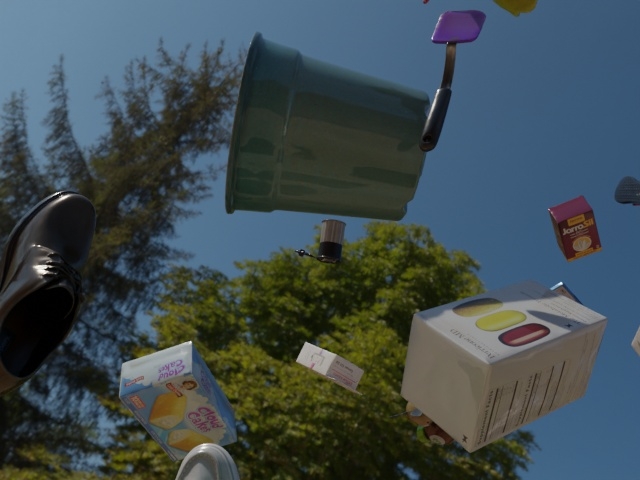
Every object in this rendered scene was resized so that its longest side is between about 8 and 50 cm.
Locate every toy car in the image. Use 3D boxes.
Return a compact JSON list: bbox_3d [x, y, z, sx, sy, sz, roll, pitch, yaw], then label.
[{"bbox_3d":[0.280,0.471,1.634,0.188,0.149,0.155,12,-26,-41],"label":"toy car"}]

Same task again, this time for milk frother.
[{"bbox_3d":[0.000,0.000,2.047,0.143,0.135,0.129,19,-20,-32],"label":"milk frother"}]

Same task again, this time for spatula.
[{"bbox_3d":[0.210,-0.274,1.020,0.084,0.297,0.030,7,-20,27],"label":"spatula"}]

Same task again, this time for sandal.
[{"bbox_3d":[0.741,-0.107,1.423,0.040,0.179,0.067,20,-79,-7],"label":"sandal"}]

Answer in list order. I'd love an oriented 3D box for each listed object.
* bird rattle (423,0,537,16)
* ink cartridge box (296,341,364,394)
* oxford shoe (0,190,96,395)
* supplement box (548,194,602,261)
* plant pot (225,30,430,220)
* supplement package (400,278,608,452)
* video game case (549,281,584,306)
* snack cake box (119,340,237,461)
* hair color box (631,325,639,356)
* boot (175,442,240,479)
[{"bbox_3d":[0.315,-0.502,1.123,0.207,0.253,0.143,30,-62,59],"label":"bird rattle"},{"bbox_3d":[0.036,0.350,1.680,0.115,0.067,0.198,35,-13,-31],"label":"ink cartridge box"},{"bbox_3d":[-0.249,0.041,0.567,0.096,0.227,0.083,-15,-43,27],"label":"oxford shoe"},{"bbox_3d":[0.383,-0.017,0.920,0.055,0.043,0.083,-22,-56,13],"label":"supplement box"},{"bbox_3d":[0.014,-0.187,1.165,0.334,0.341,0.341,11,-39,-4],"label":"plant pot"},{"bbox_3d":[0.250,0.160,0.838,0.139,0.244,0.134,32,-56,47],"label":"supplement package"},{"bbox_3d":[0.584,0.187,1.483,0.119,0.015,0.166,-38,-75,28],"label":"video game case"},{"bbox_3d":[-0.289,0.342,1.282,0.152,0.089,0.264,-18,-49,2],"label":"snack cake box"},{"bbox_3d":[0.739,0.174,1.186,0.110,0.185,0.339,-15,-42,-5],"label":"hair color box"},{"bbox_3d":[-0.153,0.347,0.685,0.095,0.258,0.123,-4,-33,9],"label":"boot"}]
